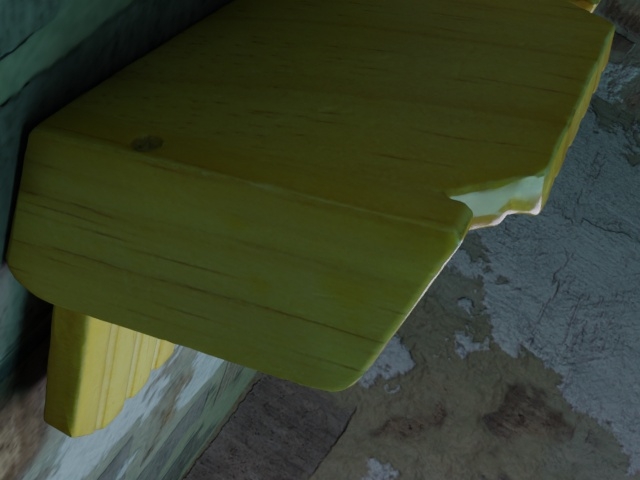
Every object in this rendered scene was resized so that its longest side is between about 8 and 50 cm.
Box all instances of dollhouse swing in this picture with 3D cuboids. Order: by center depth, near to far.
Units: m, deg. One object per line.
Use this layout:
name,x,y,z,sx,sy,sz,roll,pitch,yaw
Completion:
dollhouse swing,0.000,0.000,0.616,0.347,0.315,0.304,-51,150,-50
